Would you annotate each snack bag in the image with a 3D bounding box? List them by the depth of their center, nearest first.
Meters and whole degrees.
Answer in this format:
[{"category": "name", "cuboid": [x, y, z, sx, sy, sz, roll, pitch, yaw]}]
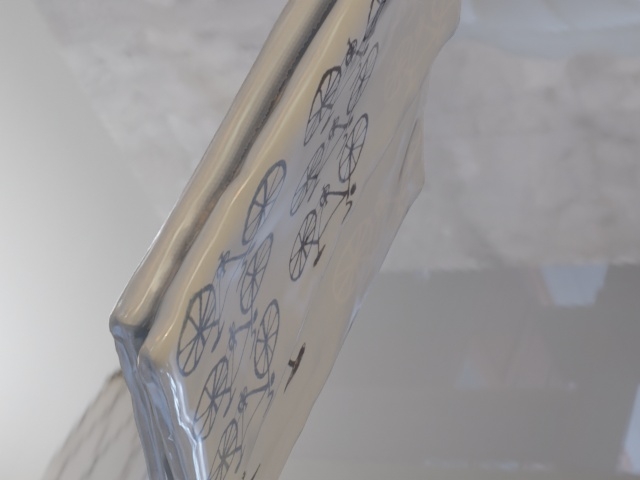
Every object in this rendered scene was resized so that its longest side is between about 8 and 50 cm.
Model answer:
[{"category": "snack bag", "cuboid": [0.000, 0.000, 0.709, 0.037, 0.323, 0.342, 20, -31, 11]}]
